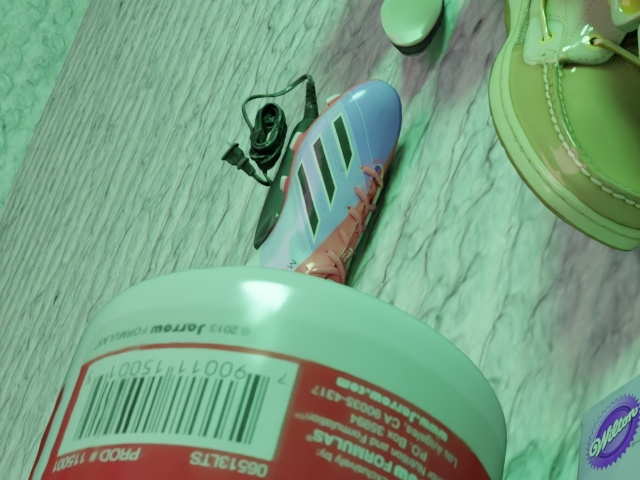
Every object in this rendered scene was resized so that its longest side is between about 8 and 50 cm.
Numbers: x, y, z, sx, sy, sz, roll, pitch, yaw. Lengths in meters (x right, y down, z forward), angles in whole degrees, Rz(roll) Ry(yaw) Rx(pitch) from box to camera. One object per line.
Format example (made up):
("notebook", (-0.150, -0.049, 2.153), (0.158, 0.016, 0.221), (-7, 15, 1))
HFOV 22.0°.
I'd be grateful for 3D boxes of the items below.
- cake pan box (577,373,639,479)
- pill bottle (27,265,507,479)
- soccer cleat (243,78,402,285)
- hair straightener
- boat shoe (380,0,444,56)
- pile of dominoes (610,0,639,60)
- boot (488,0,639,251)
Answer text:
("cake pan box", (0.179, 0.113, 0.545), (0.267, 0.070, 0.245), (-43, 24, 45))
("pill bottle", (-0.057, 0.234, 0.742), (0.229, 0.229, 0.407), (-38, 29, 50))
("soccer cleat", (0.000, 0.000, 1.200), (0.095, 0.083, 0.248), (32, 89, 42))
("hair straightener", (-0.033, -0.072, 1.344), (0.047, 0.089, 0.230), (-53, 20, 37))
("boat shoe", (0.074, -0.184, 1.299), (0.137, 0.049, 0.043), (-87, -11, -48))
("pile of dominoes", (0.172, -0.211, 0.789), (0.196, 0.040, 0.251), (-49, 41, 26))
("boot", (0.186, -0.135, 0.853), (0.203, 0.095, 0.262), (-46, 21, 35))
